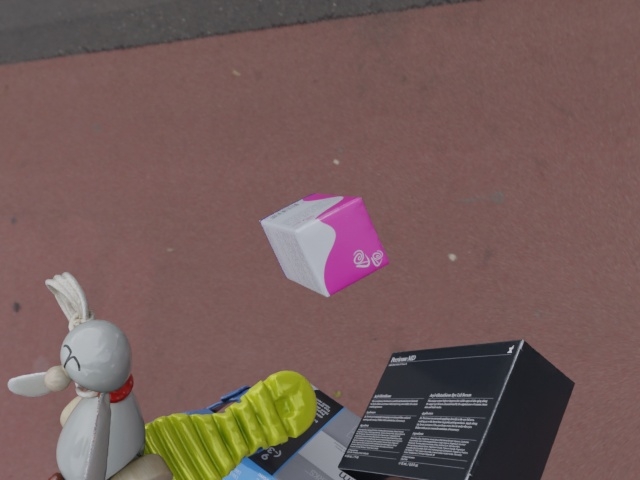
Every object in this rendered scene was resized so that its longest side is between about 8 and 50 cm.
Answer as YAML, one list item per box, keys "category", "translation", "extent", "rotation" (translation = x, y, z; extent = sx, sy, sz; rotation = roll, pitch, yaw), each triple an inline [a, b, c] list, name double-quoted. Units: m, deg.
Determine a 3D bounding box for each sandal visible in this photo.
- category: "sandal"
  translation: [-0.162, 0.297, 1.143]
  extent: [0.138, 0.317, 0.126]
  rotation: [-31, 76, 63]

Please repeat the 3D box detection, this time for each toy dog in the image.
- category: "toy dog"
  translation: [-0.291, 0.223, 0.902]
  extent: [0.161, 0.333, 0.220]
  rotation: [-32, 41, -28]

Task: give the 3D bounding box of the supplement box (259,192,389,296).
- category: "supplement box"
  translation: [0.000, 0.000, 1.167]
  extent: [0.111, 0.220, 0.114]
  rotation: [-27, 101, -13]

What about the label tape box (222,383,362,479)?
- category: "label tape box"
  translation: [-0.028, 0.408, 1.243]
  extent: [0.249, 0.348, 0.115]
  rotation: [32, 120, 20]

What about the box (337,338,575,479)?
- category: "box"
  translation: [0.160, 0.232, 0.944]
  extent: [0.261, 0.103, 0.184]
  rotation: [-20, 38, 59]
